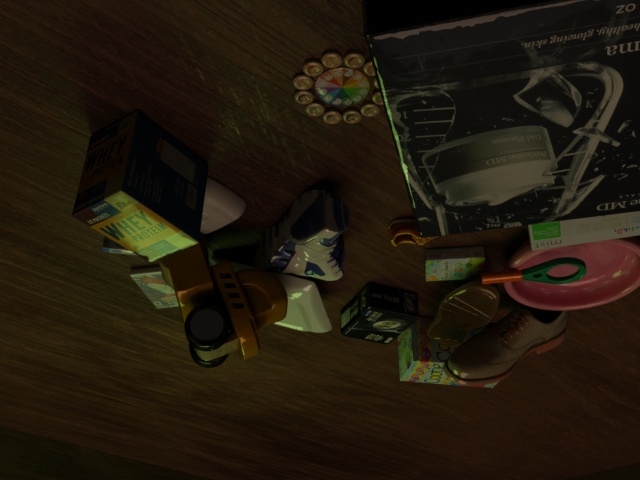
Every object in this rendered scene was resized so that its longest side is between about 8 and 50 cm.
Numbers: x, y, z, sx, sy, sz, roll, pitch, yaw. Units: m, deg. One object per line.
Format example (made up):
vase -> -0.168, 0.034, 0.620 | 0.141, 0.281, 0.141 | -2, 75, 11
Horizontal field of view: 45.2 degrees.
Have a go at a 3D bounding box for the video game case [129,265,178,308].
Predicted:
video game case -> -0.363, 0.118, 1.990 | 0.201, 0.023, 0.183 | -6, 146, 11

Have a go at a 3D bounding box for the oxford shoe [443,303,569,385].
oxford shoe -> 0.477, 0.239, 1.965 | 0.397, 0.140, 0.146 | -24, 136, -28

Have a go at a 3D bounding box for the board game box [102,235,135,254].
board game box -> -0.438, -0.011, 1.732 | 0.090, 0.090, 0.020 | 5, 145, -6

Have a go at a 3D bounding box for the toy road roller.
toy road roller -> -0.216, 0.114, 1.752 | 0.241, 0.329, 0.202 | -19, 160, -14

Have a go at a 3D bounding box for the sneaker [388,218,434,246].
sneaker -> 0.241, -0.020, 1.721 | 0.175, 0.067, 0.064 | -13, 143, 18

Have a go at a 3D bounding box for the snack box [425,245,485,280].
snack box -> 0.325, 0.057, 1.862 | 0.141, 0.037, 0.100 | -3, 146, 7

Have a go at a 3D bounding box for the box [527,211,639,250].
box -> 0.533, -0.107, 1.528 | 0.262, 0.126, 0.231 | -9, 144, 13

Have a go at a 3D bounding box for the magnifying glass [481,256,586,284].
magnifying glass -> 0.484, 0.075, 1.750 | 0.231, 0.026, 0.092 | -8, 146, 11

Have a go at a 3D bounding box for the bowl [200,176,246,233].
bowl -> -0.251, -0.068, 1.677 | 0.142, 0.053, 0.142 | -22, 140, 33

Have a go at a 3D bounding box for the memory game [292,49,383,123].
memory game -> 0.041, -0.273, 1.388 | 0.186, 0.012, 0.186 | 1, 147, 1

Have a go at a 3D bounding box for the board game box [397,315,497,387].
board game box -> 0.370, 0.316, 2.160 | 0.275, 0.142, 0.144 | 6, 146, -8

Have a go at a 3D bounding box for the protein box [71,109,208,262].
protein box -> -0.342, -0.101, 1.492 | 0.136, 0.200, 0.201 | -21, 140, 30

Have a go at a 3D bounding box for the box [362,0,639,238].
box -> 0.336, -0.270, 1.136 | 0.480, 0.297, 0.472 | -8, 148, 13

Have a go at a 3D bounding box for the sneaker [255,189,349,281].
sneaker -> -0.001, 0.001, 1.725 | 0.182, 0.127, 0.315 | 15, 151, -26

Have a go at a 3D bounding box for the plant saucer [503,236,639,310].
plant saucer -> 0.596, 0.054, 1.808 | 0.332, 0.084, 0.332 | 2, 147, 1

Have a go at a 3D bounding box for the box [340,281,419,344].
box -> 0.154, 0.197, 2.045 | 0.147, 0.077, 0.180 | 14, 145, -20

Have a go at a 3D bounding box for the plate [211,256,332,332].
plate -> -0.122, 0.151, 1.932 | 0.277, 0.045, 0.278 | 12, 153, 18

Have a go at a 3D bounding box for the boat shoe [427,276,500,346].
boat shoe -> 0.366, 0.157, 1.945 | 0.123, 0.123, 0.342 | 24, 151, 4
